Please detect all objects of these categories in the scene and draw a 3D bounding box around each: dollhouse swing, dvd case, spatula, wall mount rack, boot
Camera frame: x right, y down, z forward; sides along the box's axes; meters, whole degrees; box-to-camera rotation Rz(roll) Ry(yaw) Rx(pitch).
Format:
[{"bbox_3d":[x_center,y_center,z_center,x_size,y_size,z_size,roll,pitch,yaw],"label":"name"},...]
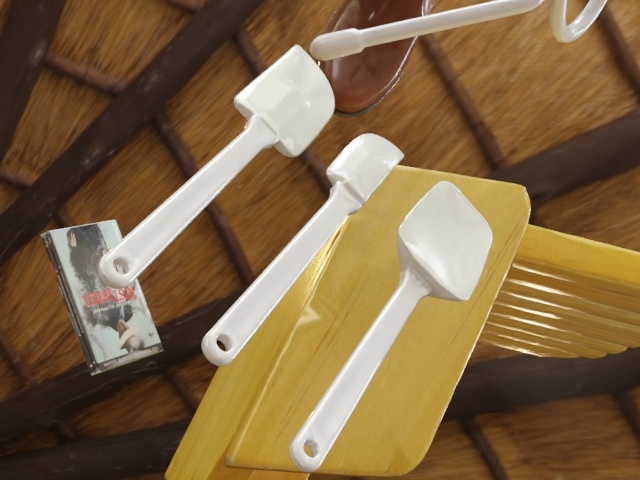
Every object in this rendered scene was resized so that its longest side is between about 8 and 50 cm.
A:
[{"bbox_3d":[0.090,0.126,0.952,0.305,0.347,0.315,29,-109,-7],"label":"dollhouse swing"},{"bbox_3d":[-0.176,0.044,0.984,0.087,0.013,0.119,-13,-97,-61],"label":"dvd case"},{"bbox_3d":[0.000,0.000,0.623,0.168,0.019,0.242,46,-142,-7],"label":"spatula"},{"bbox_3d":[0.127,-0.266,0.821,0.130,0.350,0.304,29,-121,25],"label":"wall mount rack"},{"bbox_3d":[0.091,-0.260,1.121,0.096,0.280,0.264,38,-103,1],"label":"boot"}]
